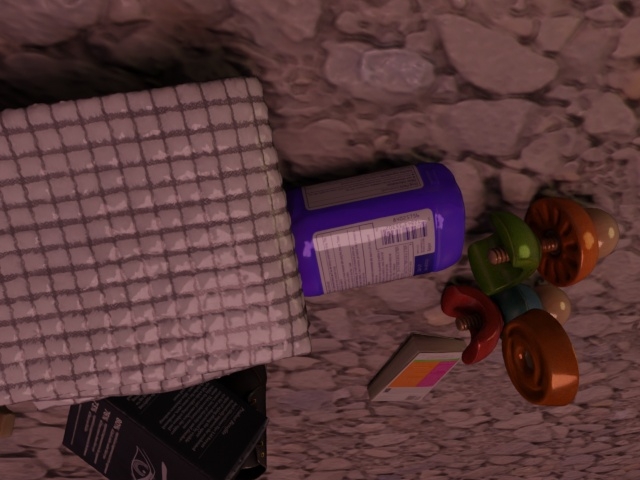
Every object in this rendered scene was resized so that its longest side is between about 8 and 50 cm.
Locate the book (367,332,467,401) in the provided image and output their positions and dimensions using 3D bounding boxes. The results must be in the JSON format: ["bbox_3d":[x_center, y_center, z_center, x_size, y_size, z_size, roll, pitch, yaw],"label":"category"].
[{"bbox_3d":[0.146,0.198,0.866,0.096,0.035,0.144,9,132,-26],"label":"book"}]

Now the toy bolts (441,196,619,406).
[{"bbox_3d":[0.265,0.082,0.673,0.158,0.218,0.228,-9,155,-12],"label":"toy bolts"}]

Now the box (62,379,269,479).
[{"bbox_3d":[-0.190,0.233,0.696,0.207,0.108,0.153,34,128,6],"label":"box"}]

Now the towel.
[{"bbox_3d":[-0.164,0.003,0.470,0.283,0.121,0.235,-11,104,-3],"label":"towel"}]

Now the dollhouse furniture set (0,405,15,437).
[{"bbox_3d":[-0.444,0.059,0.460,0.152,0.202,0.374,4,172,31],"label":"dollhouse furniture set"}]

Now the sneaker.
[{"bbox_3d":[-0.105,0.235,0.780,0.083,0.118,0.222,-10,136,-3],"label":"sneaker"}]

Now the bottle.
[{"bbox_3d":[0.000,0.000,0.585,0.282,0.092,0.118,-12,138,-1],"label":"bottle"}]
